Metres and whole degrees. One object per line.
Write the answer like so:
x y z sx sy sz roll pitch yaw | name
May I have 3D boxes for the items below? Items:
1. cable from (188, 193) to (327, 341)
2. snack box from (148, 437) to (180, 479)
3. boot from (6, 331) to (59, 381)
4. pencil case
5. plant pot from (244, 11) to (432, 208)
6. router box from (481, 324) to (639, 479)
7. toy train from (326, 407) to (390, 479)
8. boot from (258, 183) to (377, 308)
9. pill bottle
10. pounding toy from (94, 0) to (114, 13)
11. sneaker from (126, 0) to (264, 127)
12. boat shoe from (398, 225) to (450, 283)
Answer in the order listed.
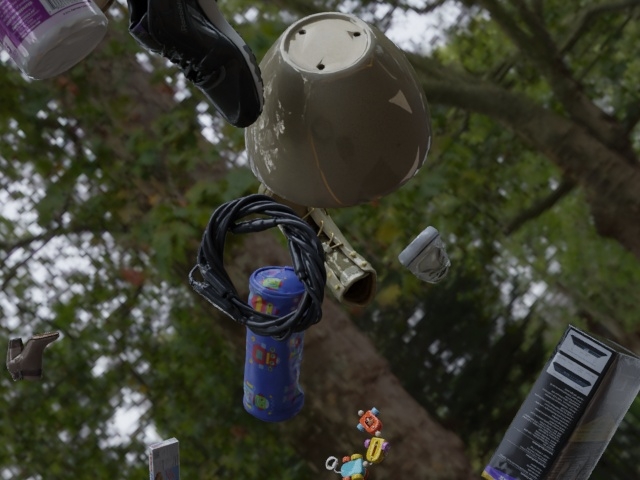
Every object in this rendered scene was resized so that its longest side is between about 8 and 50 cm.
-0.063 0.033 1.296 0.150 0.184 0.047 -58 -22 3 | cable
-0.337 0.516 2.366 0.064 0.022 0.178 -14 -63 -32 | snack box
-0.554 0.228 2.116 0.118 0.087 0.042 -10 4 14 | boot
-0.078 0.187 2.037 0.133 0.119 0.306 -42 -37 -54 | pencil case
0.017 -0.214 1.573 0.284 0.284 0.191 -39 -33 -21 | plant pot
0.368 0.256 1.587 0.243 0.081 0.309 -61 -27 4 | router box
0.093 0.450 2.351 0.166 0.125 0.046 -51 -49 -1 | toy train
0.000 0.000 1.895 0.095 0.203 0.262 -37 -35 -7 | boot
-0.504 -0.430 1.808 0.169 0.301 0.169 -37 -3 -2 | pill bottle
-0.464 -0.456 2.074 0.130 0.100 0.141 -54 12 -21 | pounding toy
-0.186 -0.260 1.415 0.124 0.283 0.107 -34 9 -37 | sneaker
0.193 0.031 1.888 0.083 0.076 0.226 -46 -10 5 | boat shoe
